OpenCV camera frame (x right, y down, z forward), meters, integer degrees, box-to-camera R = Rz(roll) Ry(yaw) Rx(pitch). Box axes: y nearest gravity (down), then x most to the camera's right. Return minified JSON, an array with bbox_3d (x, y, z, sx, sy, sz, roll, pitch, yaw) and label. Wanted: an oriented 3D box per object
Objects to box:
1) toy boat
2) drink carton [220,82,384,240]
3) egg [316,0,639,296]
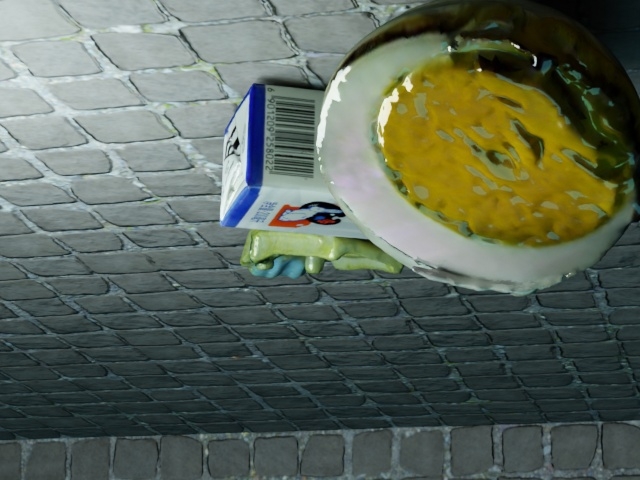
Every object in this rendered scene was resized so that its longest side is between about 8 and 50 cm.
[{"bbox_3d":[0.000,-0.006,1.859,0.111,0.084,0.276,9,174,-20],"label":"toy boat"},{"bbox_3d":[0.072,-0.065,1.689,0.315,0.106,0.130,4,164,-14],"label":"drink carton"},{"bbox_3d":[0.137,-0.109,1.467,0.264,0.174,0.286,-7,136,23],"label":"egg"}]
